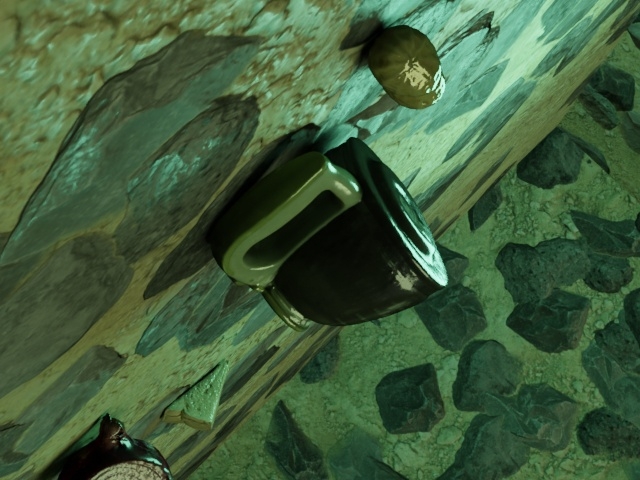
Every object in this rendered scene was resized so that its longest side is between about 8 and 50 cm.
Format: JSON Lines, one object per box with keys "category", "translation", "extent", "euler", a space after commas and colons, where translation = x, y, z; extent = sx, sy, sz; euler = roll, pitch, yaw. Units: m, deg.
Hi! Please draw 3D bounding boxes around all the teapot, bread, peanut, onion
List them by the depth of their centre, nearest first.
{"category": "peanut", "translation": [0.106, -0.201, 1.169], "extent": [0.082, 0.082, 0.187], "euler": [-45, 170, 5]}
{"category": "teapot", "translation": [0.013, 0.019, 1.300], "extent": [0.239, 0.239, 0.321], "euler": [-33, 179, 13]}
{"category": "onion", "translation": [-0.344, 0.374, 1.617], "extent": [0.195, 0.218, 0.140], "euler": [-10, -161, -19]}
{"category": "bread", "translation": [-0.256, 0.312, 2.043], "extent": [0.077, 0.105, 0.152], "euler": [119, -13, -60]}
